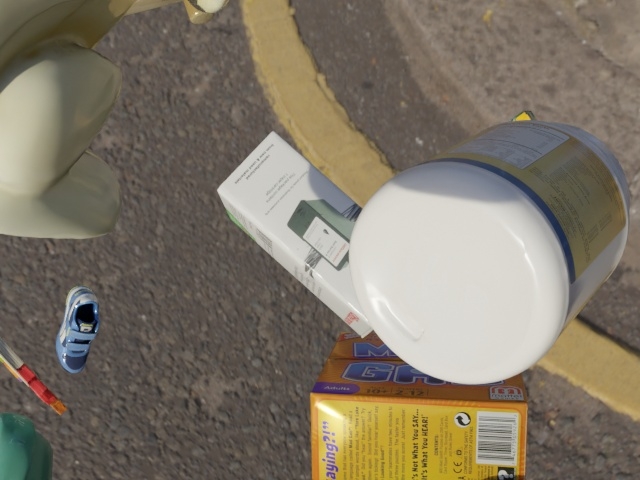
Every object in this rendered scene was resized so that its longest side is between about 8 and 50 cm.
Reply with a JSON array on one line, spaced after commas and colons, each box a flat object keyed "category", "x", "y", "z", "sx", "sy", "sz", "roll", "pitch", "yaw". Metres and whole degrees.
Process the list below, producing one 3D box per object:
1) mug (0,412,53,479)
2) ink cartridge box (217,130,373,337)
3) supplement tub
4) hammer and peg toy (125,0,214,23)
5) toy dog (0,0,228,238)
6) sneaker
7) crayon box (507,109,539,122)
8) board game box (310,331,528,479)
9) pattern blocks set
[{"category": "mug", "x": -0.259, "y": 0.188, "z": 0.554, "sx": 0.129, "sy": 0.158, "sz": 0.097, "roll": 0, "pitch": 53, "yaw": -10}, {"category": "ink cartridge box", "x": 0.000, "y": 0.000, "z": 1.176, "sx": 0.289, "sy": 0.211, "sz": 0.121, "roll": 42, "pitch": 81, "yaw": 5}, {"category": "supplement tub", "x": 0.127, "y": -0.003, "z": 0.553, "sx": 0.144, "sy": 0.144, "sz": 0.199, "roll": 36, "pitch": 35, "yaw": 20}, {"category": "hammer and peg toy", "x": -0.201, "y": -0.369, "z": 1.028, "sx": 0.361, "sy": 0.266, "sz": 0.127, "roll": -19, "pitch": 83, "yaw": -14}, {"category": "toy dog", "x": -0.163, "y": -0.241, "z": 0.395, "sx": 0.284, "sy": 0.395, "sz": 0.408, "roll": 43, "pitch": 104, "yaw": 13}, {"category": "sneaker", "x": -0.389, "y": 0.148, "z": 1.277, "sx": 0.059, "sy": 0.053, "sz": 0.144, "roll": 18, "pitch": 102, "yaw": 52}, {"category": "crayon box", "x": 0.368, "y": -0.064, "z": 1.366, "sx": 0.165, "sy": 0.081, "sz": 0.278, "roll": -36, "pitch": 84, "yaw": 24}, {"category": "board game box", "x": 0.187, "y": 0.395, "z": 1.477, "sx": 0.356, "sy": 0.356, "sz": 0.357, "roll": 1, "pitch": 101, "yaw": 10}, {"category": "pattern blocks set", "x": -0.553, "y": 0.199, "z": 1.397, "sx": 0.026, "sy": 0.325, "sz": 0.285, "roll": -43, "pitch": 88, "yaw": -20}]
